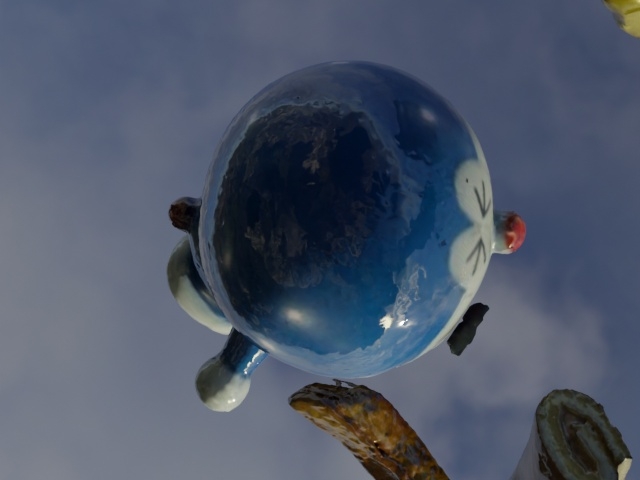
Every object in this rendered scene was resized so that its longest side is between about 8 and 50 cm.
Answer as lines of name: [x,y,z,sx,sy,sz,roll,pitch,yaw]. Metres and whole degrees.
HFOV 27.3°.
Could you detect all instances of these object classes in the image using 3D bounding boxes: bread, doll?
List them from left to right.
doll: [0.000,0.000,0.729,0.257,0.161,0.215,174,-65,-73]
bread: [0.099,0.098,0.533,0.083,0.036,0.047,95,-28,-54]

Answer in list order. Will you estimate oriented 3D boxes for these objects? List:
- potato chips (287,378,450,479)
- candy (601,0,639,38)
potato chips: [0.053,0.138,0.525,0.026,0.037,0.204,-13,-70,59]
candy: [0.167,-0.191,0.613,0.094,0.106,0.199,-20,-127,31]
